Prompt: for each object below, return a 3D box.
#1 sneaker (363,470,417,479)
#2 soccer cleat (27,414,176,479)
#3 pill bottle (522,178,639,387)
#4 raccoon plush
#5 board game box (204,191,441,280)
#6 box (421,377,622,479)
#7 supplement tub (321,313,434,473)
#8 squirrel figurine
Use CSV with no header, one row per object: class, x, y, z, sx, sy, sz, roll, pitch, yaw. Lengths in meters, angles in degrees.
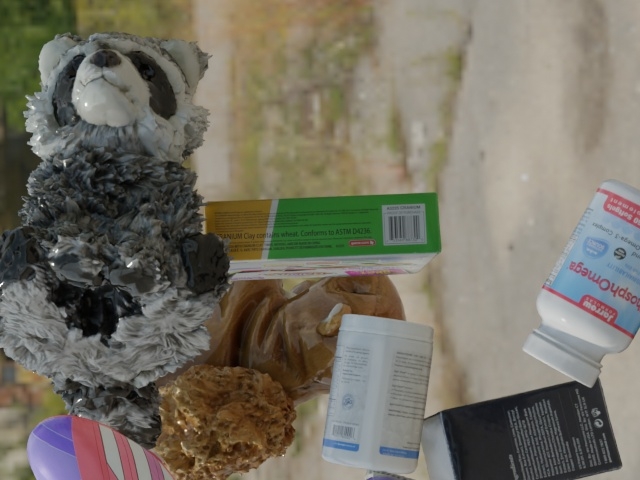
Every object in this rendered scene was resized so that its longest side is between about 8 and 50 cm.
sneaker,0.057,0.308,1.314,0.146,0.102,0.293,-57,-26,-36
soccer cleat,-0.121,0.227,1.181,0.248,0.083,0.095,49,-156,-6
pill bottle,0.233,0.036,1.378,0.160,0.087,0.087,-61,9,1
raccoon plush,-0.227,0.002,1.623,0.446,0.216,0.299,120,155,-46
board game box,0.000,0.000,1.841,0.316,0.242,0.064,104,163,-85
box,0.187,0.196,1.608,0.156,0.158,0.093,118,139,-79
supplement tub,0.042,0.110,1.195,0.071,0.071,0.107,149,131,-81
squirrel figurine,-0.076,0.176,2.122,0.281,0.370,0.397,62,-139,-34
